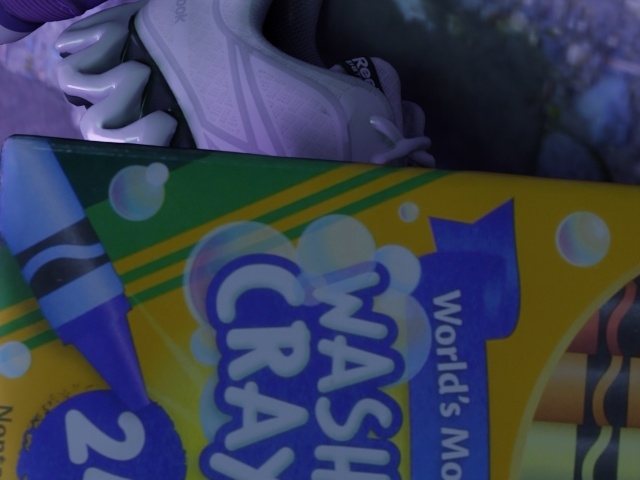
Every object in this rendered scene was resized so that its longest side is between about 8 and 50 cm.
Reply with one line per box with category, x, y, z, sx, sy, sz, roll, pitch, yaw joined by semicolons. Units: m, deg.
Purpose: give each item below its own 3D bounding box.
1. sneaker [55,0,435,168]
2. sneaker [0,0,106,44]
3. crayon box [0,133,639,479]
sneaker;0.000;0.000;0.673;0.118;0.110;0.292;-34;66;11
sneaker;-0.140;-0.238;0.748;0.124;0.107;0.283;-18;99;25
crayon box;0.053;0.081;0.559;0.323;0.083;0.203;4;85;-1
